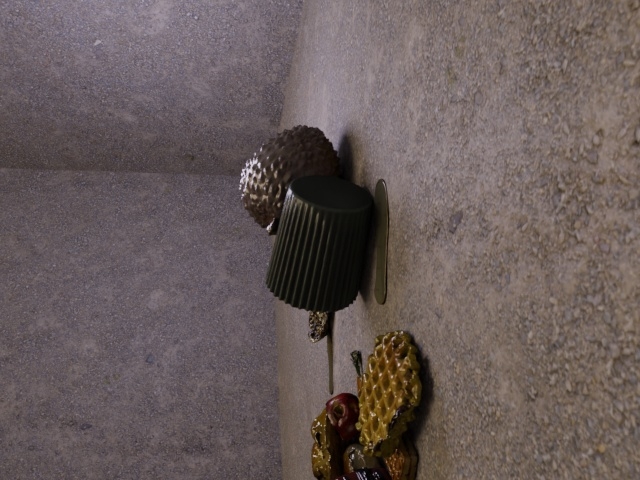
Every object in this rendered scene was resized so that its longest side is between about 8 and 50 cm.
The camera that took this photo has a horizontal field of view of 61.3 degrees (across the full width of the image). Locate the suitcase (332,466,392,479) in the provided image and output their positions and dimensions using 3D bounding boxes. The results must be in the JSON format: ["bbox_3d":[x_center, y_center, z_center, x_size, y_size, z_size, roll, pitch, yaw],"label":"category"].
[{"bbox_3d":[0.128,0.687,1.220,0.297,0.161,0.236,-139,42,-73],"label":"suitcase"}]

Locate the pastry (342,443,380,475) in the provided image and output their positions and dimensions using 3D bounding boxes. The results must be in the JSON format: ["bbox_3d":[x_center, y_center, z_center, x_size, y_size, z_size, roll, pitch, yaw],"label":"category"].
[{"bbox_3d":[0.117,0.657,1.478,0.182,0.093,0.192,-115,20,-63],"label":"pastry"}]

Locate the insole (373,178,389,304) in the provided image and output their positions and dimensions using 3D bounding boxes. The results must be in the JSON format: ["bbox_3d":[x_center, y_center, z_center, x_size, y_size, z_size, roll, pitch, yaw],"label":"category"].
[{"bbox_3d":[0.165,0.002,1.486,0.119,0.009,0.348,177,94,-78],"label":"insole"}]

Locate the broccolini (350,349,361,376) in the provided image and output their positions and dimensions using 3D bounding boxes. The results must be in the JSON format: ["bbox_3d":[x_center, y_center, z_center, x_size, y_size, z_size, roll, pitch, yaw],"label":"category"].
[{"bbox_3d":[0.122,0.402,1.658,0.035,0.030,0.139,-37,48,29],"label":"broccolini"}]

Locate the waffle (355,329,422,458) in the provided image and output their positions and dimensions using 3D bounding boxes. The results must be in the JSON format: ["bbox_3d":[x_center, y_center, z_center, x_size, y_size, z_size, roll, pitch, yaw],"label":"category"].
[{"bbox_3d":[0.155,0.365,1.276,0.307,0.060,0.311,-166,87,-78],"label":"waffle"}]

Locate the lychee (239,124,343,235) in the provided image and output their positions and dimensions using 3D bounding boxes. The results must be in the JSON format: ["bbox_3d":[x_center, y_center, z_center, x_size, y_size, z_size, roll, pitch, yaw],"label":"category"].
[{"bbox_3d":[-0.091,-0.201,1.899,0.380,0.380,0.432,120,175,-67],"label":"lychee"}]

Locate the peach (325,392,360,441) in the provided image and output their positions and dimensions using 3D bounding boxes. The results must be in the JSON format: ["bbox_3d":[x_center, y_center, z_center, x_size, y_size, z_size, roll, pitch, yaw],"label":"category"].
[{"bbox_3d":[0.087,0.508,1.584,0.127,0.092,0.172,57,-168,22],"label":"peach"}]

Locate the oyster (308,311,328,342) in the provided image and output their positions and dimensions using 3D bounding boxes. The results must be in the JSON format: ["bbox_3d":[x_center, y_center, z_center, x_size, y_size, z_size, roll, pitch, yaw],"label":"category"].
[{"bbox_3d":[-0.005,0.273,2.132,0.223,0.083,0.214,-107,24,-77],"label":"oyster"}]

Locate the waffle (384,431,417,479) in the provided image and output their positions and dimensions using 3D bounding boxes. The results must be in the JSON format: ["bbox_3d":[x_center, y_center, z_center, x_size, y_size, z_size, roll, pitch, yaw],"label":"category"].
[{"bbox_3d":[0.185,0.504,1.285,0.148,0.042,0.102,-119,33,-67],"label":"waffle"}]

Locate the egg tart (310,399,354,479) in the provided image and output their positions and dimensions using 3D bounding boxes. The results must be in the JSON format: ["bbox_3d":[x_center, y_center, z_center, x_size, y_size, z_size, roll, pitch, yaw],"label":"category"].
[{"bbox_3d":[0.024,0.635,1.645,0.297,0.132,0.297,-10,-90,-80],"label":"egg tart"}]

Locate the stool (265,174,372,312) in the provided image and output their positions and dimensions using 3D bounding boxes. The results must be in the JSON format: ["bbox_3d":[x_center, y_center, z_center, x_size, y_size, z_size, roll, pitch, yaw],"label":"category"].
[{"bbox_3d":[0.000,0.000,1.625,0.297,0.297,0.330,-109,26,-58],"label":"stool"}]

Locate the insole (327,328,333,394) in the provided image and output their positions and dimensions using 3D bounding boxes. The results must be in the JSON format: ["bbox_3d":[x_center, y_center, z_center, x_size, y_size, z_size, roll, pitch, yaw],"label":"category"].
[{"bbox_3d":[0.037,0.468,2.092,0.086,0.005,0.253,129,140,-72],"label":"insole"}]

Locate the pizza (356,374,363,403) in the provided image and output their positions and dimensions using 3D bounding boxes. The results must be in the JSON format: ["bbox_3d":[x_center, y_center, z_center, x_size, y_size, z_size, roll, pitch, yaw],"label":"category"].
[{"bbox_3d":[0.140,0.438,1.495,0.134,0.046,0.175,103,163,-50],"label":"pizza"}]
